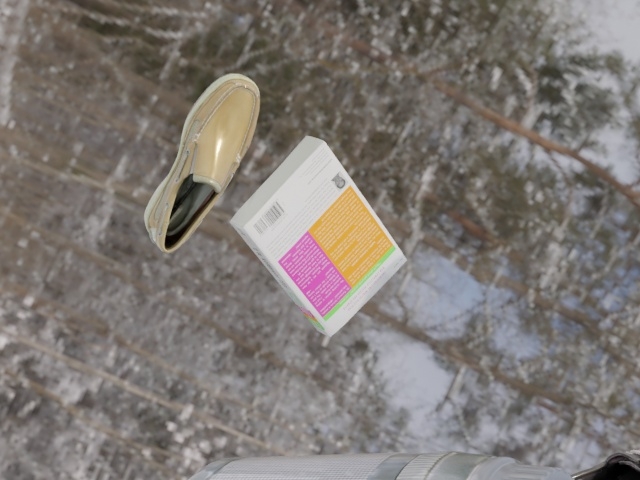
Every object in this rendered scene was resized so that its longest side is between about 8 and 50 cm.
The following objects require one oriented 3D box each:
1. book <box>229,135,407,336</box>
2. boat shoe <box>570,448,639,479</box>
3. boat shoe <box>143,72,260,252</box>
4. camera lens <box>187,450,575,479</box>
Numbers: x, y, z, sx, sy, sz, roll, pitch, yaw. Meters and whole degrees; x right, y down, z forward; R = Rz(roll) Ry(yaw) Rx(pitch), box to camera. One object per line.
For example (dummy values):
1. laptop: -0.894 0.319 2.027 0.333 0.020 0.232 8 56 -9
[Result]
1. book: 0.000 0.000 0.933 0.096 0.144 0.035 -48 -140 -15
2. boat shoe: 0.342 0.310 1.363 0.335 0.095 0.112 -25 -153 -21
3. boat shoe: -0.109 -0.070 1.127 0.190 0.068 0.072 -63 -157 16
4. camera lens: 0.030 0.252 0.764 0.274 0.219 0.219 -7 -128 27
